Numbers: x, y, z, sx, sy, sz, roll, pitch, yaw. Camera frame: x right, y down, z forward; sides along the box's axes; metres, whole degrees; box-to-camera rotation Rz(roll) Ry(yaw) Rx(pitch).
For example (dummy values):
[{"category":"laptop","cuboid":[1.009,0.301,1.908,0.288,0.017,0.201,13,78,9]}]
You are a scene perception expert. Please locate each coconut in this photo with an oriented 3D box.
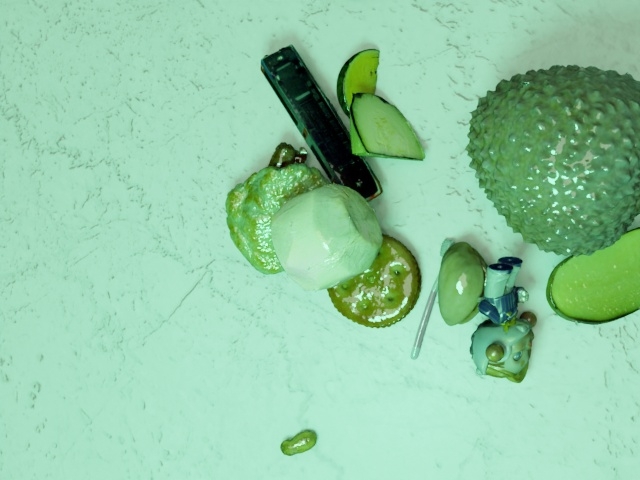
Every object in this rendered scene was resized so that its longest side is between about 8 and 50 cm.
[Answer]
[{"category":"coconut","cuboid":[-0.001,-0.002,1.670,0.230,0.227,0.227,-28,84,25]}]

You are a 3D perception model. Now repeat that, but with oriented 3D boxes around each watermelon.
[{"category":"watermelon","cuboid":[0.078,-0.354,1.778,0.092,0.075,0.182,10,92,10]}]

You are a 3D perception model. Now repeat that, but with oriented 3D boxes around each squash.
[{"category":"squash","cuboid":[0.120,-0.236,1.743,0.085,0.191,0.184,-45,54,40]}]

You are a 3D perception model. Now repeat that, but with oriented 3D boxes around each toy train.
[{"category":"toy train","cuboid":[0.001,-0.255,1.792,0.086,0.089,0.409,-30,84,-13]}]

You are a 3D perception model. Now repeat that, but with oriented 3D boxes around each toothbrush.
[{"category":"toothbrush","cuboid":[0.250,0.134,1.771,0.025,0.020,0.287,22,98,45]}]

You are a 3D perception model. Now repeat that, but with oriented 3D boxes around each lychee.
[{"category":"lychee","cuboid":[0.489,-0.165,1.536,0.432,0.380,0.380,35,99,33]}]

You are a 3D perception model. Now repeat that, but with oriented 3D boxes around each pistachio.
[{"category":"pistachio","cuboid":[0.309,0.097,1.708,0.124,0.124,0.185,16,100,13]}]

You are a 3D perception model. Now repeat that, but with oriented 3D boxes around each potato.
[{"category":"potato","cuboid":[0.595,0.077,1.638,0.271,0.111,0.160,-26,92,-1]},{"category":"potato","cuboid":[-0.051,0.479,1.840,0.092,0.046,0.045,-26,69,3]}]

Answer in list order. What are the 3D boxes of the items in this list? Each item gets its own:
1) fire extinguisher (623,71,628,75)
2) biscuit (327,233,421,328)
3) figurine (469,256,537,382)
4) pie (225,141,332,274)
[{"category":"fire extinguisher","cuboid":[0.659,-0.317,1.662,0.028,0.022,0.083,-16,85,-24]},{"category":"biscuit","cuboid":[0.121,0.090,1.780,0.220,0.066,0.221,-1,87,15]},{"category":"figurine","cuboid":[0.377,0.175,1.645,0.133,0.194,0.274,9,137,36]},{"category":"pie","cuboid":[-0.085,-0.060,1.812,0.274,0.105,0.257,-41,90,12]}]
